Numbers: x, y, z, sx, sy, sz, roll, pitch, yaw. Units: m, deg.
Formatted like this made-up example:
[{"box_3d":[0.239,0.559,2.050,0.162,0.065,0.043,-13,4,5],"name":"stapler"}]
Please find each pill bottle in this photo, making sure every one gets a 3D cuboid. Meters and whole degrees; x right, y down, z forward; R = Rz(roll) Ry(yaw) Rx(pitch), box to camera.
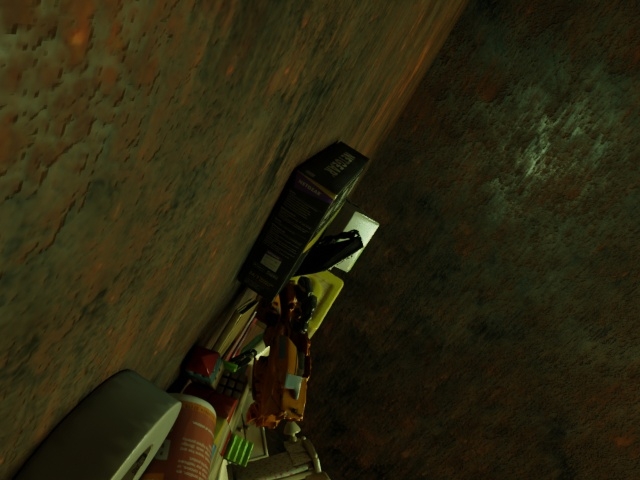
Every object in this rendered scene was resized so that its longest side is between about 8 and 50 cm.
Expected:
[{"box_3d":[-0.218,0.337,0.665,0.216,0.121,0.121,-93,-154,-47],"name":"pill bottle"}]

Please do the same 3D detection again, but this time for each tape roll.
[{"box_3d":[-0.245,0.252,0.510,0.219,0.072,0.219,-57,176,-6],"name":"tape roll"}]

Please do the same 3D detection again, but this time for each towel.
[{"box_3d":[-0.249,0.324,1.334,0.199,0.031,0.275,-61,-176,-38],"name":"towel"}]

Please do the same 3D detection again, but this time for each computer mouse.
[{"box_3d":[-0.242,0.348,1.153,0.242,0.041,0.071,-42,147,9],"name":"computer mouse"}]

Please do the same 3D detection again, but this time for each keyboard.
[{"box_3d":[-0.003,0.035,1.083,0.201,0.033,0.317,-37,-169,-28],"name":"keyboard"}]

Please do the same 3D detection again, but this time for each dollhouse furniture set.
[{"box_3d":[-0.176,0.460,1.073,0.355,0.303,0.174,155,-74,-73],"name":"dollhouse furniture set"}]

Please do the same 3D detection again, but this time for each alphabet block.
[{"box_3d":[-0.074,0.181,1.422,0.192,0.193,0.197,-57,177,-36],"name":"alphabet block"}]

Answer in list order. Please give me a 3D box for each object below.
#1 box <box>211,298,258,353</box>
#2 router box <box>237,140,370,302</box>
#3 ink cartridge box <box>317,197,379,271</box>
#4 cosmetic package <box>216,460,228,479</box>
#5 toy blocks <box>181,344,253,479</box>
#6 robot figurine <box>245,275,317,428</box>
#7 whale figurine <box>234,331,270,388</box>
[{"box_3d":[-0.229,0.243,1.178,0.201,0.021,0.164,-58,177,6],"name":"box"},{"box_3d":[-0.022,-0.051,0.936,0.243,0.081,0.309,-58,177,25],"name":"router box"},{"box_3d":[0.045,-0.036,1.284,0.153,0.087,0.208,-59,-151,10],"name":"ink cartridge box"},{"box_3d":[-0.275,0.611,1.338,0.160,0.113,0.310,21,76,-62],"name":"cosmetic package"},{"box_3d":[-0.232,0.374,0.879,0.261,0.190,0.381,100,8,-59],"name":"toy blocks"},{"box_3d":[-0.079,0.210,0.945,0.211,0.085,0.291,-43,-141,51],"name":"robot figurine"},{"box_3d":[-0.182,0.341,1.332,0.216,0.141,0.272,-40,149,-27],"name":"whale figurine"}]
